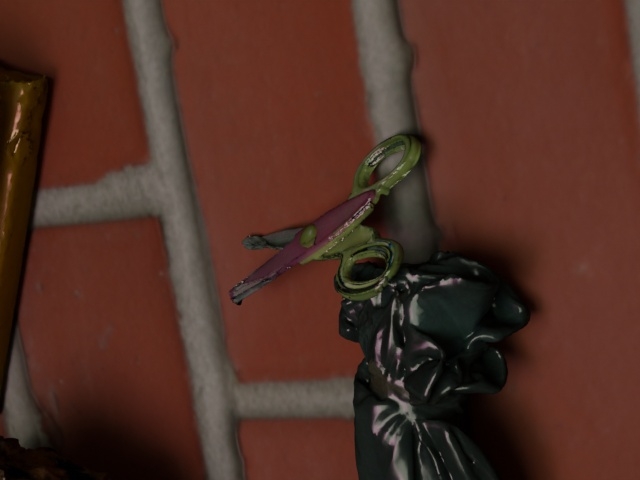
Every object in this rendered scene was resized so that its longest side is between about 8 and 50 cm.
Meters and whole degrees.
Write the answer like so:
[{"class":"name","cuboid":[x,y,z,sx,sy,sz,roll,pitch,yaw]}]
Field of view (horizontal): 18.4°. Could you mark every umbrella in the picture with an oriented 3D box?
[{"class":"umbrella","cuboid":[0.075,0.178,1.431,0.143,0.094,0.349,6,101,45]}]

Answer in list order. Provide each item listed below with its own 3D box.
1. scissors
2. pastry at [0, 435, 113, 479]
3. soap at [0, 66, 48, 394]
[{"class":"scissors","cuboid":[0.000,0.000,1.449,0.187,0.020,0.133,-21,47,44]},{"class":"pastry","cuboid":[-0.257,0.242,1.569,0.275,0.275,0.193,-3,114,34]},{"class":"soap","cuboid":[-0.337,0.012,1.598,0.096,0.204,0.324,25,114,30]}]
